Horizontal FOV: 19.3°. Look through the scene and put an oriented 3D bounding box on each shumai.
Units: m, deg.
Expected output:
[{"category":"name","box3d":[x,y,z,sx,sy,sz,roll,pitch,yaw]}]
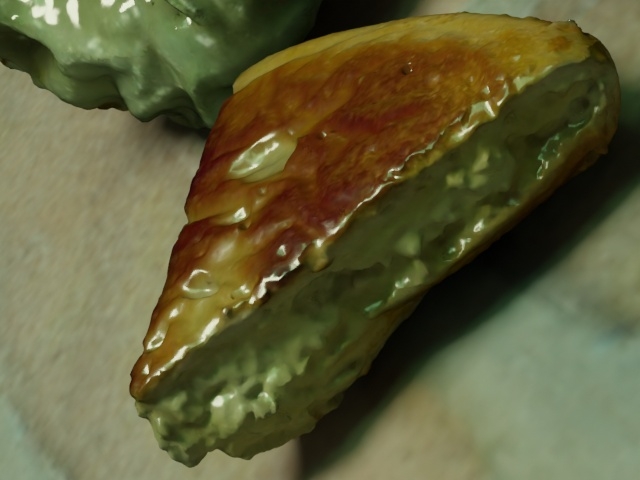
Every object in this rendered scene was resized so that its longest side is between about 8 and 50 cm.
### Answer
[{"category":"shumai","box3d":[-0.073,-0.136,0.662,0.184,0.142,0.184,-49,30,42]}]

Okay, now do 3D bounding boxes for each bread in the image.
[{"category":"bread","box3d":[0.004,-0.018,0.535,0.154,0.054,0.136,-39,32,4]}]
